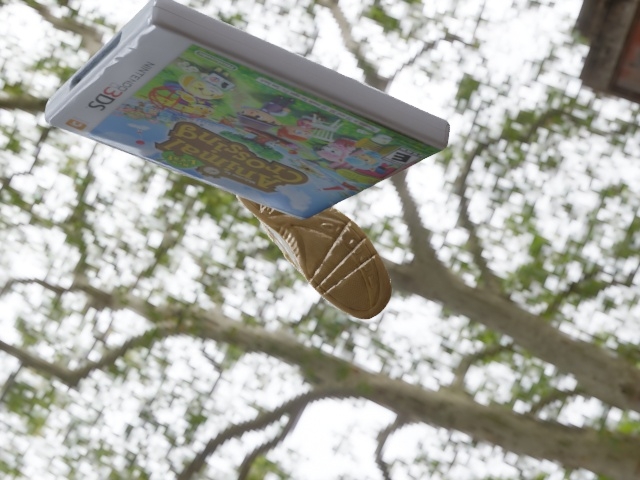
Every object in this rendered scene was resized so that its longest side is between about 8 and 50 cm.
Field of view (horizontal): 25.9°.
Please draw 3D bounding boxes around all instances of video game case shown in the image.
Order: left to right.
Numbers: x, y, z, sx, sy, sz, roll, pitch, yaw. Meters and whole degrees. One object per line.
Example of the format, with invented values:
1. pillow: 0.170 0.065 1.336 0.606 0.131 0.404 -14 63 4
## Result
1. video game case: -0.054 -0.078 0.925 0.212 0.193 0.023 20 -113 -24

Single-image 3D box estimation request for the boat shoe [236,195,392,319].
1. boat shoe: 0.000 0.000 1.142 0.063 0.170 0.059 -42 -20 1
